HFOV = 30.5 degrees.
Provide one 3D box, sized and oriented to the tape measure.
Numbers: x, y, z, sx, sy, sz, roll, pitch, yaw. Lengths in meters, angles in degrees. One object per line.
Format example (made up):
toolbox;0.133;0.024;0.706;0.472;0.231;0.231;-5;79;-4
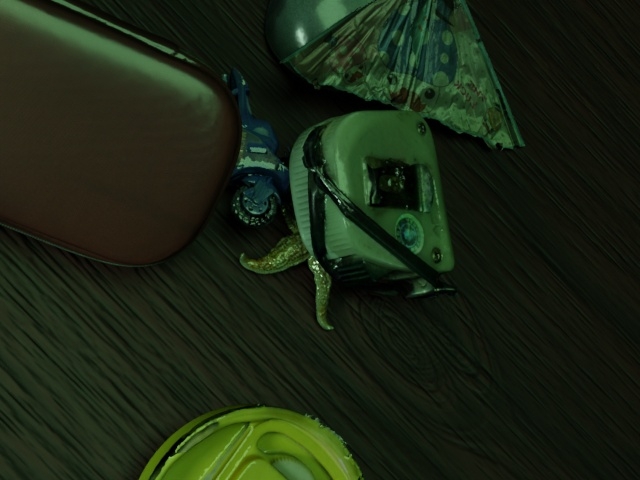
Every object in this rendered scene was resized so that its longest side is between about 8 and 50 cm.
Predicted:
tape measure;0.065;-0.035;1.395;0.207;0.115;0.235;-6;85;-46

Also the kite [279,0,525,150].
kite;0.121;-0.203;1.528;0.406;0.014;0.369;15;84;-32

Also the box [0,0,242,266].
box;-0.290;-0.131;1.279;0.403;0.108;0.263;24;97;-14

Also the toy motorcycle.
toy motorcycle;-0.094;-0.112;1.416;0.114;0.076;0.205;-24;75;-27

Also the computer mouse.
computer mouse;0.015;-0.375;1.547;0.167;0.090;0.379;5;71;-23

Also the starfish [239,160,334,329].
starfish;0.001;0.000;1.451;0.216;0.050;0.224;0;79;-32

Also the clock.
clock;-0.084;0.322;1.292;0.293;0.071;0.277;-44;105;-19
